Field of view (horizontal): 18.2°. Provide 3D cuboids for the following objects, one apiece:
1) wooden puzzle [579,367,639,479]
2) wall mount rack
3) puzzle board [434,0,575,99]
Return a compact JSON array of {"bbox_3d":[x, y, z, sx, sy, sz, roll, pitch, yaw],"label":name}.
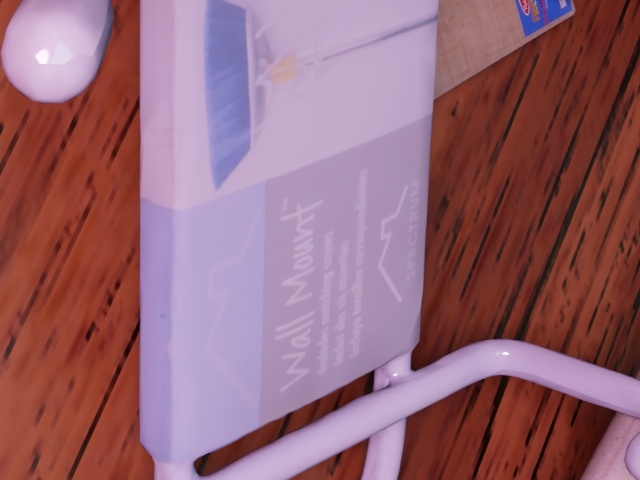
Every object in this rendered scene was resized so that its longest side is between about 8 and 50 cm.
[{"bbox_3d":[0.117,0.251,0.743,0.348,0.080,0.322,52,60,-36],"label":"wooden puzzle"},{"bbox_3d":[0.000,0.000,0.524,0.304,0.130,0.350,-24,125,-44],"label":"wall mount rack"},{"bbox_3d":[0.041,-0.121,0.698,0.096,0.011,0.128,-33,113,-37],"label":"puzzle board"}]
